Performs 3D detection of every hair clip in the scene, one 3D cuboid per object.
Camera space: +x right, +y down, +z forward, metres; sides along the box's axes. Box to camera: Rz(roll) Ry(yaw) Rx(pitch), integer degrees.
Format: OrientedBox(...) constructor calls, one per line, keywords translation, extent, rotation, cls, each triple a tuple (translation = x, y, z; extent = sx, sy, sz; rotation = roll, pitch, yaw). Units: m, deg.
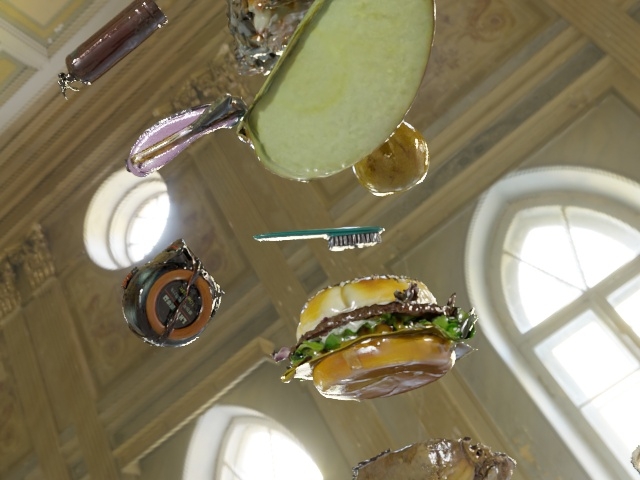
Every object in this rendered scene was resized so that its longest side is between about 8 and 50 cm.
OrientedBox(translation=(-0.352, -0.283, 1.653), extent=(0.359, 0.110, 0.095), rotation=(-28, 11, 11), cls="hair clip")

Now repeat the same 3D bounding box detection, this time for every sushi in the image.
OrientedBox(translation=(-0.093, -0.472, 1.037), extent=(0.176, 0.417, 0.417), rotation=(-11, -33, -4), cls="sushi")

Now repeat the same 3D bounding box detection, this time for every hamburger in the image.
OrientedBox(translation=(0.054, 0.089, 0.603), extent=(0.190, 0.093, 0.164), rotation=(-17, -28, 16), cls="hamburger")

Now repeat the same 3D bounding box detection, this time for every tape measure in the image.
OrientedBox(translation=(-0.341, 0.134, 1.465), extent=(0.223, 0.135, 0.202), rotation=(-48, -60, -26), cls="tape measure")

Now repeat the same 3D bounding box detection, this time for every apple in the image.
OrientedBox(translation=(0.022, -0.240, 0.826), extent=(0.179, 0.254, 0.346), rotation=(-7, -38, -51), cls="apple")

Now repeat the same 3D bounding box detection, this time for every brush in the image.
OrientedBox(translation=(0.000, 0.000, 0.934), extent=(0.194, 0.032, 0.043), rotation=(-5, -9, -12), cls="brush")

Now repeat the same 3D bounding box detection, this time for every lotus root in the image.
OrientedBox(translation=(0.134, 0.369, 0.918), extent=(0.167, 0.078, 0.329), rotation=(22, -40, -10), cls="lotus root")

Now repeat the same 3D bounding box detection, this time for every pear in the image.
OrientedBox(translation=(0.183, -0.228, 1.708), extent=(0.209, 0.208, 0.208), rotation=(-23, -32, -15), cls="pear")

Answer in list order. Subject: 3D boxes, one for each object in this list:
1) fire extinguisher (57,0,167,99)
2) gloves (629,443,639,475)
OrientedBox(translation=(-0.429, -0.384, 1.296), extent=(0.268, 0.072, 0.089), rotation=(-40, -4, -1), cls="fire extinguisher")
OrientedBox(translation=(0.650, 0.426, 1.168), extent=(0.114, 0.153, 0.070), rotation=(-37, 9, 47), cls="gloves")
